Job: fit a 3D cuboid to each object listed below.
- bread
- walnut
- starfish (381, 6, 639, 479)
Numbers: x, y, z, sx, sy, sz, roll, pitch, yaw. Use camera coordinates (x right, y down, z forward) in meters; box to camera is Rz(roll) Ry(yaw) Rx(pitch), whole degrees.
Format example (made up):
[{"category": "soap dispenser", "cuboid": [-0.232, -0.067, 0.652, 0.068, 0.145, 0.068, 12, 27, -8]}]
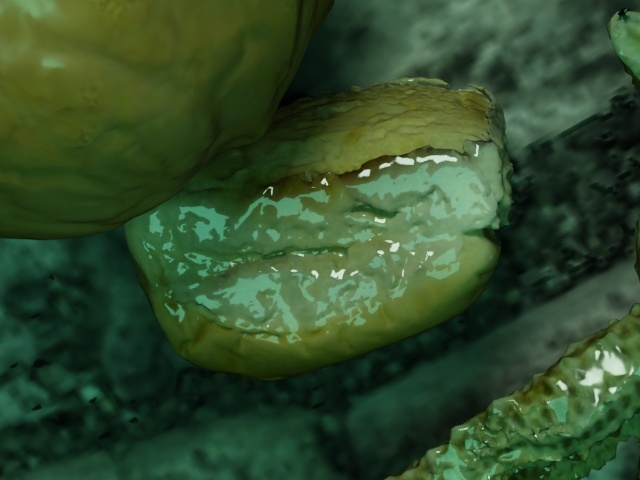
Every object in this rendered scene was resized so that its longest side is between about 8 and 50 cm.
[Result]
[{"category": "bread", "cuboid": [0.001, -0.001, 0.585, 0.125, 0.106, 0.082, -10, 108, 6]}, {"category": "walnut", "cuboid": [-0.097, -0.108, 0.504, 0.193, 0.193, 0.226, -42, 91, 14]}, {"category": "starfish", "cuboid": [0.134, 0.035, 0.589, 0.358, 0.078, 0.347, -19, 137, 3]}]
